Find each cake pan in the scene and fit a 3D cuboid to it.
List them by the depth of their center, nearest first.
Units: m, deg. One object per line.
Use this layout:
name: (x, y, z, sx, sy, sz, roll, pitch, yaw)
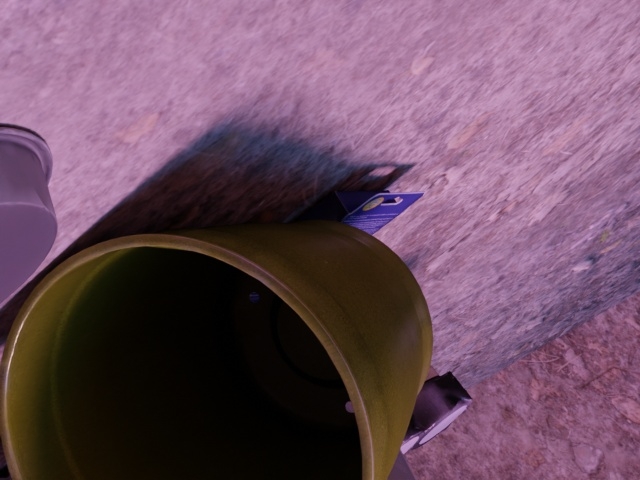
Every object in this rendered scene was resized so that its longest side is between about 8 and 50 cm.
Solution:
cake pan: (-0.311, 0.025, 1.176, 0.293, 0.054, 0.293, -30, 166, -9)

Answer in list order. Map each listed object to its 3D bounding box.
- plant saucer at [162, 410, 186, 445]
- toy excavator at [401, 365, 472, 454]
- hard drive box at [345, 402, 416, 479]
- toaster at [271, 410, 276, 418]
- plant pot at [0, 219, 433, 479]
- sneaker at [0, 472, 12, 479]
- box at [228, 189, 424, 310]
plant saucer: (-0.260, 0.259, 1.798, 0.332, 0.084, 0.332, -52, -171, 12)
toy excavator: (-0.081, 0.292, 2.105, 0.445, 0.222, 0.433, -47, 165, 29)
hard drive box: (0.009, 0.289, 1.798, 0.181, 0.089, 0.232, -52, -160, 9)
toaster: (-0.117, 0.217, 1.881, 0.227, 0.129, 0.146, -48, -164, 32)
plant pot: (-0.058, 0.130, 1.581, 0.366, 0.366, 0.353, -39, 177, 27)
sneaker: (-0.333, 0.318, 2.030, 0.234, 0.106, 0.078, -29, 168, -13)
box: (0.000, 0.000, 1.801, 0.225, 0.036, 0.136, -37, 166, 23)
